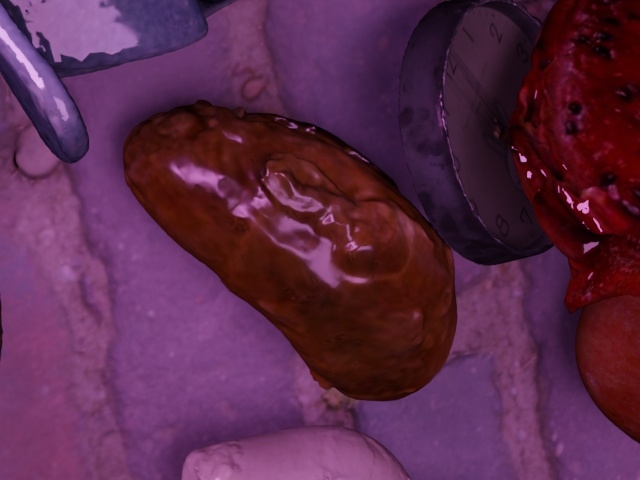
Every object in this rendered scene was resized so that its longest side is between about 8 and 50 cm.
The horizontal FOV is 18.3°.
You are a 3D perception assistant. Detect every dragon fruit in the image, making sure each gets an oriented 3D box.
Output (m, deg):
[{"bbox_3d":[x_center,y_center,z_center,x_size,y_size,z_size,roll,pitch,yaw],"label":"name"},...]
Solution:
[{"bbox_3d":[0.258,-0.057,1.597,0.329,0.286,0.228,-37,143,-23],"label":"dragon fruit"}]

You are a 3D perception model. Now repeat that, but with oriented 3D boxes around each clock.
[{"bbox_3d":[0.139,-0.088,1.572,0.215,0.042,0.215,14,73,-51],"label":"clock"}]

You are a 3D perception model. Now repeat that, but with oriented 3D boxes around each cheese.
[{"bbox_3d":[-0.007,0.239,1.613,0.189,0.154,0.198,-22,115,-24],"label":"cheese"}]

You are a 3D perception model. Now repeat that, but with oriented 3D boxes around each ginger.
[{"bbox_3d":[0.000,0.000,1.533,0.321,0.172,0.165,45,45,-28],"label":"ginger"}]

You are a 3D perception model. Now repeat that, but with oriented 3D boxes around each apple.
[{"bbox_3d":[0.315,0.091,1.710,0.188,0.174,0.188,-10,112,-27],"label":"apple"}]

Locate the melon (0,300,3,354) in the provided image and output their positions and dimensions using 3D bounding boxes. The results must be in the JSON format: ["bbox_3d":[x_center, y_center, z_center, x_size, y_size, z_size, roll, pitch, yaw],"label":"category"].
[{"bbox_3d":[-0.366,0.050,1.322,0.301,0.237,0.238,9,103,-25],"label":"melon"}]

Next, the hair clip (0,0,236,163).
[{"bbox_3d":[-0.207,-0.229,1.284,0.238,0.392,0.318,-36,103,-23],"label":"hair clip"}]
